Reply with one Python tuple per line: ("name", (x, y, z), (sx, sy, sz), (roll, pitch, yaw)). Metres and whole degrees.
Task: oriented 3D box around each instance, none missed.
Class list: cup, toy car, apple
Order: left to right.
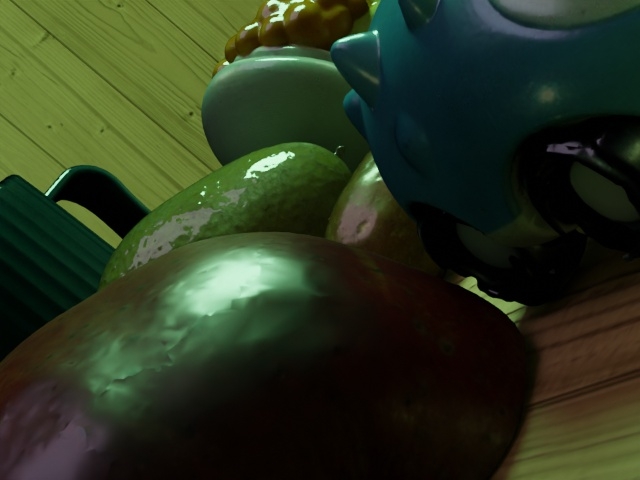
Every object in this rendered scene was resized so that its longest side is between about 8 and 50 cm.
("cup", (-0.211, 0.092, 1.164), (0.308, 0.292, 0.242), (-53, 8, -15))
("apple", (-0.062, 0.151, 0.702), (0.328, 0.295, 0.365), (-13, 2, -12))
("toy car", (0.109, -0.096, 0.642), (0.188, 0.190, 0.255), (-52, 10, -21))

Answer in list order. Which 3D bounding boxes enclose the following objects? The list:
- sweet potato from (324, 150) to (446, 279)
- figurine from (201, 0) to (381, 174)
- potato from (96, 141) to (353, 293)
("sweet potato", (0.091, -0.061, 0.932), (0.292, 0.097, 0.097), (-53, 8, -22))
("figurine", (0.078, -0.161, 1.201), (0.382, 0.205, 0.224), (-37, -18, -26))
("potato", (-0.056, 0.028, 1.017), (0.251, 0.174, 0.159), (-49, 24, -4))
